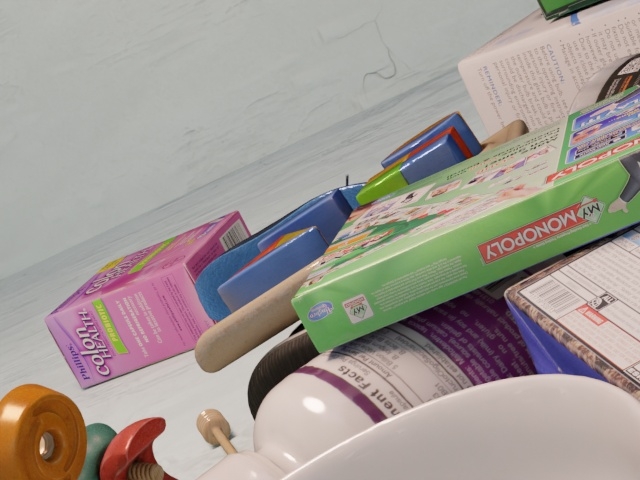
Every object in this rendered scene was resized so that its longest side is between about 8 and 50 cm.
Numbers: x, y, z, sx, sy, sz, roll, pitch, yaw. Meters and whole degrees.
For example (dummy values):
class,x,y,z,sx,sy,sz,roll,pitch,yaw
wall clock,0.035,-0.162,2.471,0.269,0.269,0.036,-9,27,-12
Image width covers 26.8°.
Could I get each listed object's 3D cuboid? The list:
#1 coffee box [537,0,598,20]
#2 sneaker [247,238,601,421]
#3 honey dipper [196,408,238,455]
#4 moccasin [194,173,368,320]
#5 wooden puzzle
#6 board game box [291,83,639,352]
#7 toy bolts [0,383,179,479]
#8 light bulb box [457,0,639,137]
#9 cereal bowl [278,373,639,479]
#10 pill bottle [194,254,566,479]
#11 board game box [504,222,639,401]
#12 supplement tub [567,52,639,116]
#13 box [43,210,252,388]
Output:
class,x,y,z,sx,sy,sz,roll,pitch,yaw
coffee box,0.317,-0.300,1.445,0.113,0.040,0.184,-15,17,45
sneaker,0.156,0.027,1.181,0.447,0.169,0.257,-24,14,24
honey dipper,-0.093,0.199,1.327,0.030,0.030,0.161,-29,14,-11
moccasin,0.000,0.000,1.708,0.342,0.137,0.117,-17,0,19
wooden puzzle,0.043,-0.020,1.267,0.322,0.080,0.348,-33,1,15
board game box,0.148,-0.035,0.928,0.317,0.046,0.213,-23,11,19
toy bolts,-0.253,0.214,1.195,0.158,0.218,0.228,-3,16,31
light bulb box,0.417,-0.207,1.481,0.361,0.225,0.358,-15,17,49
cereal bowl,0.046,0.216,0.651,0.339,0.141,0.339,-31,13,8
pill bottle,0.063,0.137,0.924,0.301,0.169,0.169,-33,13,-25
board game box,0.294,0.053,0.762,0.291,0.141,0.232,-28,21,-6
supplement tub,0.369,-0.083,1.133,0.193,0.193,0.316,-32,12,-24
box,-0.224,0.081,1.894,0.243,0.117,0.213,-22,13,24
